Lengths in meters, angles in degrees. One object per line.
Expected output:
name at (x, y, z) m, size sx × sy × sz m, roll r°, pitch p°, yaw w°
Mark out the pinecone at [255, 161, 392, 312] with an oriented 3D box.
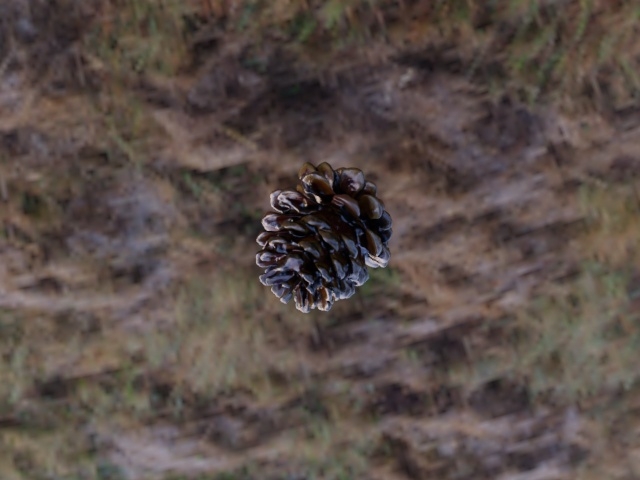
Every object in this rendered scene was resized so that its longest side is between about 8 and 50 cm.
pinecone at (0.004, 0.002, 1.129) m, size 0.102 × 0.109 × 0.102 m, roll 9°, pitch 139°, yaw 8°
